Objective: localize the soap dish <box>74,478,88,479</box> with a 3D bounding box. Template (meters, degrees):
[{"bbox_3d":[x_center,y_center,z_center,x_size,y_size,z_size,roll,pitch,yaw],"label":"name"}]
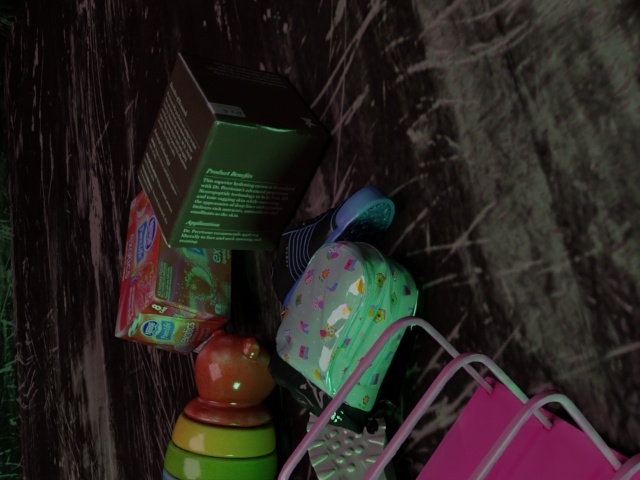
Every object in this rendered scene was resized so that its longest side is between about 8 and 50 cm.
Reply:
[{"bbox_3d":[-0.267,0.473,1.007,0.229,0.291,0.118,-7,49,55],"label":"soap dish"}]

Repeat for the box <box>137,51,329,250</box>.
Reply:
[{"bbox_3d":[-0.126,-0.113,0.925,0.203,0.168,0.167,-61,42,31],"label":"box"}]

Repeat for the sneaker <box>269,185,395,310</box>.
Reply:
[{"bbox_3d":[0.000,0.000,0.818,0.232,0.081,0.090,-53,55,40],"label":"sneaker"}]

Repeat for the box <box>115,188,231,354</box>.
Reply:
[{"bbox_3d":[-0.217,0.024,1.024,0.128,0.122,0.257,-39,42,37],"label":"box"}]

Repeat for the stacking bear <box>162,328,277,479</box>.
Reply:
[{"bbox_3d":[-0.125,0.269,0.919,0.175,0.164,0.289,1,84,56],"label":"stacking bear"}]

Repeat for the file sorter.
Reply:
[{"bbox_3d":[0.135,0.209,0.467,0.202,0.182,0.290,-53,38,-8],"label":"file sorter"}]

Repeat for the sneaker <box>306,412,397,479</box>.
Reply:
[{"bbox_3d":[0.044,0.264,0.740,0.095,0.090,0.235,67,-171,-48],"label":"sneaker"}]

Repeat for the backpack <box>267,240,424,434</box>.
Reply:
[{"bbox_3d":[0.028,0.093,0.726,0.152,0.115,0.182,28,92,43],"label":"backpack"}]

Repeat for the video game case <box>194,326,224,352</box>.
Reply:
[{"bbox_3d":[-0.210,0.093,1.154,0.173,0.022,0.190,0,88,55],"label":"video game case"}]
